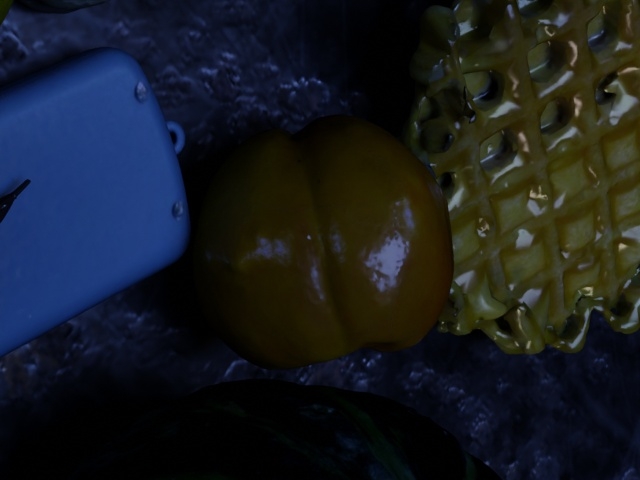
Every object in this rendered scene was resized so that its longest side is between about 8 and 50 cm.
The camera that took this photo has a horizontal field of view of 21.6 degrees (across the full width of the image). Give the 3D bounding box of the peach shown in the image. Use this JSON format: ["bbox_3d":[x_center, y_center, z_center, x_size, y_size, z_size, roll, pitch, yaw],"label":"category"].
[{"bbox_3d":[0.000,0.000,0.877,0.138,0.138,0.138,-5,98,-41],"label":"peach"}]

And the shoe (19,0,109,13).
[{"bbox_3d":[-0.024,-0.213,0.823,0.293,0.149,0.109,-47,121,-27],"label":"shoe"}]

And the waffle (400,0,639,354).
[{"bbox_3d":[0.149,-0.053,0.998,0.281,0.060,0.262,16,106,-38],"label":"waffle"}]

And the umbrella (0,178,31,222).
[{"bbox_3d":[-0.171,0.012,0.750,0.122,0.013,0.022,-42,99,-30],"label":"umbrella"}]

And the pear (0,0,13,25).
[{"bbox_3d":[-0.207,-0.139,0.651,0.198,0.198,0.198,-5,98,-41],"label":"pear"}]

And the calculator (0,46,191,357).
[{"bbox_3d":[-0.145,-0.013,0.807,0.210,0.039,0.121,-31,115,-36],"label":"calculator"}]

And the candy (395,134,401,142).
[{"bbox_3d":[0.142,-0.111,1.039,0.336,0.092,0.093,-29,150,-28],"label":"candy"}]

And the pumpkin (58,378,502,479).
[{"bbox_3d":[-0.003,0.205,0.791,0.315,0.238,0.315,24,42,-23],"label":"pumpkin"}]
